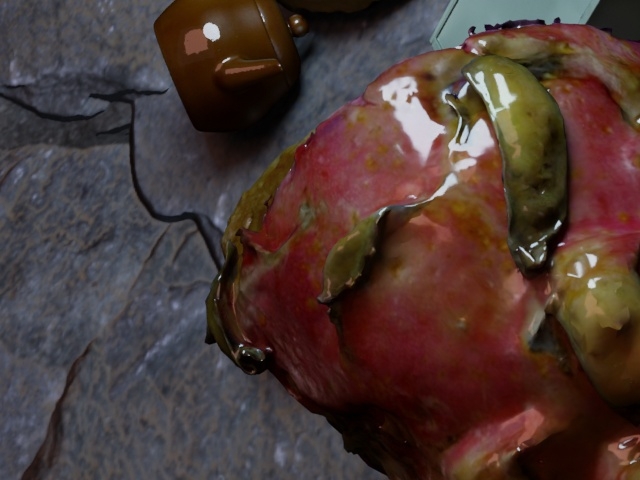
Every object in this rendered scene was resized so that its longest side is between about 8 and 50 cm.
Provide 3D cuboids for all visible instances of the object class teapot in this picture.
[{"bbox_3d":[-0.060,-0.144,1.431,0.116,0.116,0.173,-48,19,10],"label":"teapot"}]

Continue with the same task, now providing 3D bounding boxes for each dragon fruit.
[{"bbox_3d":[0.133,0.054,1.021,0.314,0.296,0.263,-47,48,23],"label":"dragon fruit"}]

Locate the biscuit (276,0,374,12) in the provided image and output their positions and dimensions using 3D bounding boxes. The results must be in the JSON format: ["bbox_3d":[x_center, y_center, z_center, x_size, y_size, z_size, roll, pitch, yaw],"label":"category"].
[{"bbox_3d":[0.066,-0.329,1.445,0.287,0.057,0.344,-5,64,40],"label":"biscuit"}]

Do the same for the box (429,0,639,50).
[{"bbox_3d":[0.170,-0.165,1.184,0.225,0.086,0.129,-62,36,37],"label":"box"}]

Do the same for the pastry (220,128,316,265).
[{"bbox_3d":[-0.003,-0.004,1.313,0.153,0.081,0.153,-20,59,36],"label":"pastry"}]
